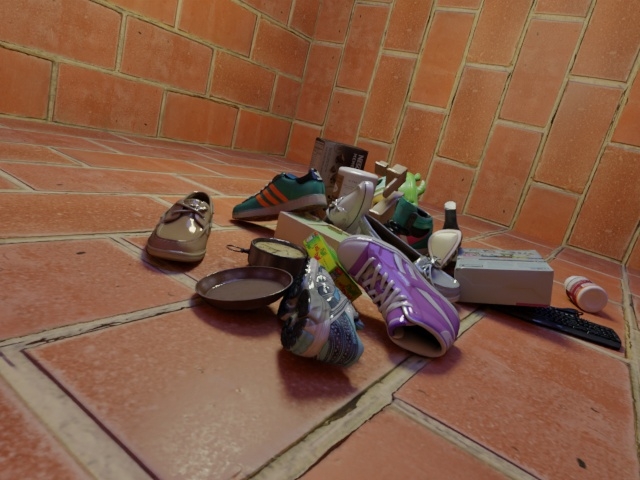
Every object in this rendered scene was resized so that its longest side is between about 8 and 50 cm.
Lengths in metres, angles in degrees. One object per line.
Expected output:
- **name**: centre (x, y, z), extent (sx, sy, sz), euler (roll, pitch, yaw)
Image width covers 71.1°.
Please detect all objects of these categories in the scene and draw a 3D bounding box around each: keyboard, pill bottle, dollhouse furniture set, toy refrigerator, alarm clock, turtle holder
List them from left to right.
- **alarm clock**: centre (-0.114, 0.036, 0.988), extent (0.192, 0.064, 0.129), euler (15, 13, -13)
- **toy refrigerator**: centre (0.000, 0.000, 1.189), extent (0.102, 0.094, 0.270), euler (1, 18, -43)
- **pill bottle**: centre (0.095, -0.113, 1.448), extent (0.131, 0.229, 0.131), euler (14, 14, -3)
- **dollhouse furniture set**: centre (0.119, -0.179, 1.696), extent (0.356, 0.303, 0.174), euler (28, 51, 27)
- **turtle holder**: centre (0.327, -0.155, 1.953), extent (0.228, 0.243, 0.320), euler (0, 54, 3)
- **keyboard**: centre (0.609, 0.193, 1.189), extent (0.318, 0.033, 0.201), euler (18, 14, 11)
- **pill bottle**: centre (0.833, 0.164, 1.419), extent (0.086, 0.086, 0.152), euler (16, 14, 6)

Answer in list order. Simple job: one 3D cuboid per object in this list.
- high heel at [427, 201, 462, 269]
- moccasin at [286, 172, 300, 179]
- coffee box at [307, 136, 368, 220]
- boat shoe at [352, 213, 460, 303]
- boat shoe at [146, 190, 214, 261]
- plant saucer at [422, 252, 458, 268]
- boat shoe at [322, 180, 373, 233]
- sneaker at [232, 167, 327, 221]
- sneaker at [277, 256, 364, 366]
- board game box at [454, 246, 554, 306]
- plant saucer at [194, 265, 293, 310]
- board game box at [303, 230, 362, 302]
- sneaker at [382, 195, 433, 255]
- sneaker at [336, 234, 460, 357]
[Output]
- **high heel**: centre (0.383, 0.034, 1.357), extent (0.093, 0.186, 0.261), euler (6, 51, 23)
- **moccasin**: centre (-0.106, -0.198, 1.843), extent (0.138, 0.116, 0.342), euler (26, 8, -5)
- **coffee box**: centre (0.041, -0.201, 1.600), extent (0.168, 0.296, 0.119), euler (10, 15, -21)
- **boat shoe**: centre (0.212, 0.048, 1.129), extent (0.320, 0.103, 0.118), euler (36, 33, 30)
- **boat shoe**: centre (-0.304, -0.042, 1.002), extent (0.122, 0.110, 0.341), euler (12, 14, -12)
- **plant saucer**: centre (0.343, 0.036, 1.516), extent (0.278, 0.041, 0.278), euler (14, 13, -3)
- **boat shoe**: centre (0.058, -0.070, 1.252), extent (0.084, 0.258, 0.095), euler (15, 42, -21)
- **sneaker**: centre (-0.126, -0.130, 1.317), extent (0.303, 0.120, 0.108), euler (-10, -10, 20)
- **sneaker**: centre (0.003, 0.123, 0.745), extent (0.122, 0.110, 0.283), euler (30, 14, -11)
- **board game box**: centre (0.482, 0.090, 1.216), extent (0.224, 0.097, 0.303), euler (2, 10, 19)
- **plant saucer**: centre (-0.132, 0.084, 0.784), extent (0.169, 0.029, 0.168), euler (-1, 15, 0)
- **board game box**: centre (0.022, 0.056, 0.967), extent (0.092, 0.043, 0.181), euler (47, 6, -27)
- **sneaker**: centre (0.213, -0.041, 1.318), extent (0.296, 0.178, 0.123), euler (-5, 31, -23)
- **sneaker**: centre (0.128, 0.096, 0.817), extent (0.282, 0.102, 0.161), euler (37, 26, 14)
